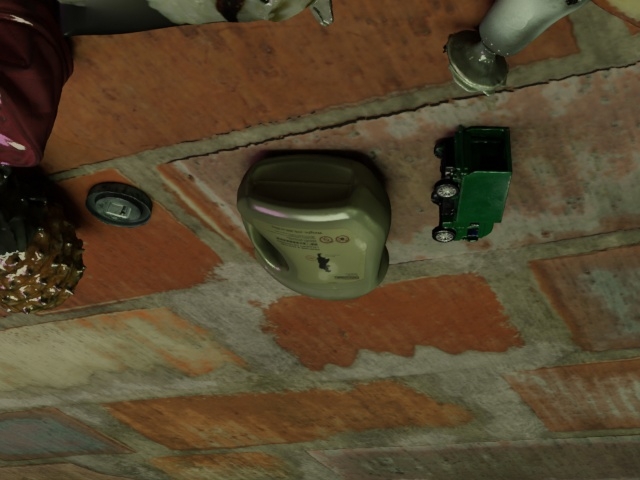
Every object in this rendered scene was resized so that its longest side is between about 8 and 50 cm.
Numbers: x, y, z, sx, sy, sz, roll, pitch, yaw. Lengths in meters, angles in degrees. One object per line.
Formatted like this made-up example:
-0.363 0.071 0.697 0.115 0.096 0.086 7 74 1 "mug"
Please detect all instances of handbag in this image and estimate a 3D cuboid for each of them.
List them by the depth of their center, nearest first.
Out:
-0.356 -0.161 0.910 0.225 0.135 0.146 5 151 12 "handbag"

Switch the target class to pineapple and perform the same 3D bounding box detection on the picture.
-0.372 -0.029 1.124 0.141 0.170 0.310 -19 147 -10 "pineapple"

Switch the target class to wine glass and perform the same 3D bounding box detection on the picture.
0.172 -0.191 0.807 0.072 0.072 0.155 17 149 -17 "wine glass"

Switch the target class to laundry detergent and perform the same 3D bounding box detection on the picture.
0.000 0.000 1.151 0.181 0.091 0.253 2 150 11 "laundry detergent"

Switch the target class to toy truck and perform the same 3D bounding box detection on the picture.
0.161 -0.057 1.046 0.079 0.065 0.147 1 148 3 "toy truck"

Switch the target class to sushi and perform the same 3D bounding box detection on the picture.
-0.084 -0.248 0.750 0.273 0.109 0.134 -4 147 -10 "sushi"

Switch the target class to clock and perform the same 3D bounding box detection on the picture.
-0.253 -0.044 1.202 0.085 0.017 0.085 5 150 3 "clock"

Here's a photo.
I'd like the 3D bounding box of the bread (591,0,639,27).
0.223 -0.248 0.644 0.190 0.123 0.244 -4 148 22 "bread"
